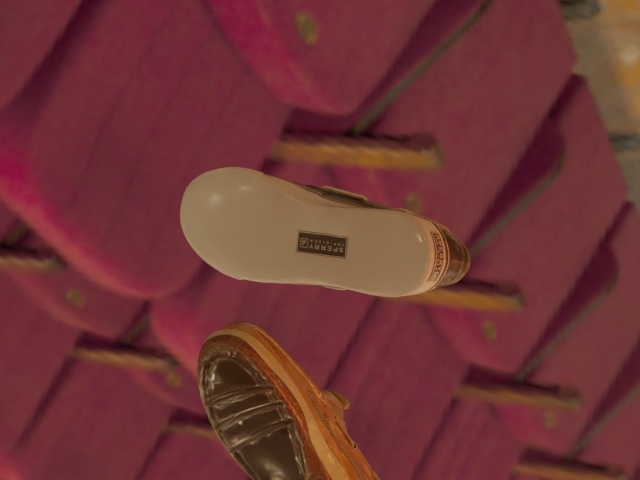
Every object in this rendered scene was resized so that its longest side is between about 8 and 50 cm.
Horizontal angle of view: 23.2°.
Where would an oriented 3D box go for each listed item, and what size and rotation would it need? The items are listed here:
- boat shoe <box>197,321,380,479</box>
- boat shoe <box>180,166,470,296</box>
[{"bbox_3d":[-0.012,0.114,0.946,0.068,0.072,0.190,-2,128,35],"label":"boat shoe"},{"bbox_3d":[0.000,0.000,1.101,0.219,0.078,0.070,15,-175,32],"label":"boat shoe"}]
